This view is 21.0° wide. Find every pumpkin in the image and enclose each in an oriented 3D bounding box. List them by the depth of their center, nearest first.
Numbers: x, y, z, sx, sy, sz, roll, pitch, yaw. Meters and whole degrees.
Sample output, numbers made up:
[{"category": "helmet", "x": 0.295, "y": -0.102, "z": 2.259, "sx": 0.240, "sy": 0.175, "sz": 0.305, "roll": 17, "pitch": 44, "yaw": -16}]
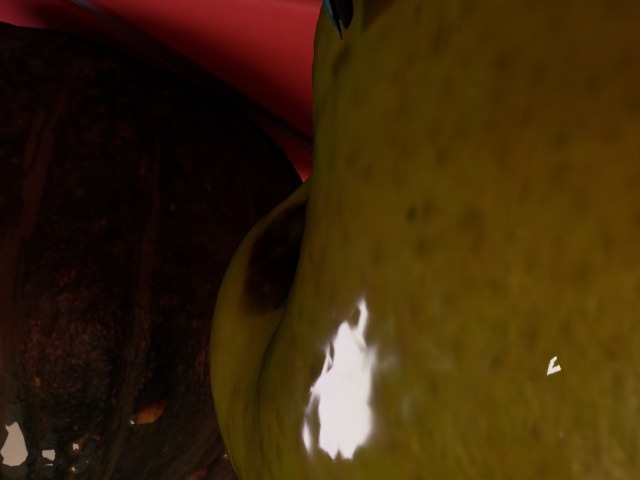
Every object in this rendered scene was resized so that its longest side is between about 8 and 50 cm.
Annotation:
[{"category": "pumpkin", "x": -0.144, "y": 0.028, "z": 0.918, "sx": 0.291, "sy": 0.257, "sz": 0.328, "roll": 6, "pitch": 165, "yaw": 11}]

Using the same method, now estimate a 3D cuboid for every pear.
[{"category": "pear", "x": 0.108, "y": 0.049, "z": 0.467, "sx": 0.318, "sy": 0.239, "sz": 0.342, "roll": 8, "pitch": 167, "yaw": 27}]

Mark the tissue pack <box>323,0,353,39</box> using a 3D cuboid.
[{"category": "tissue pack", "x": -0.043, "y": -0.109, "z": 0.423, "sx": 0.138, "sy": 0.028, "sz": 0.085, "roll": 42, "pitch": 178, "yaw": 34}]
